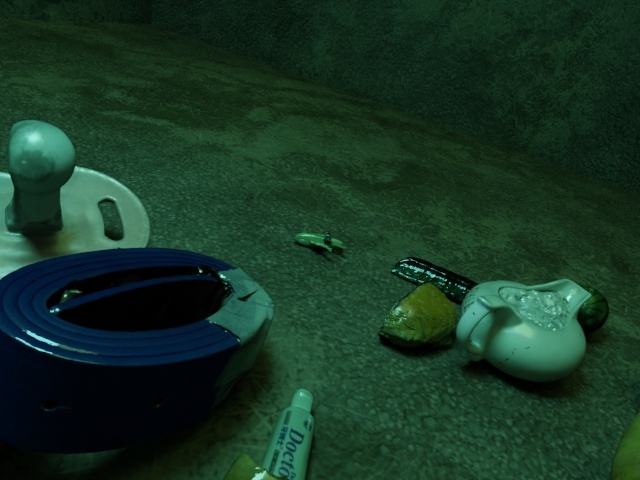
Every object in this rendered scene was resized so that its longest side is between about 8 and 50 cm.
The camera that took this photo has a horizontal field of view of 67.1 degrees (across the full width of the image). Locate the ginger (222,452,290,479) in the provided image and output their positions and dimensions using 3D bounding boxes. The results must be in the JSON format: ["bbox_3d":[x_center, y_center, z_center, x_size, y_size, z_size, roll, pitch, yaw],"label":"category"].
[{"bbox_3d":[-0.062,0.313,0.344,0.218,0.123,0.270,37,51,5],"label":"ginger"}]

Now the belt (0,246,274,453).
[{"bbox_3d":[-0.200,0.105,0.557,0.212,0.117,0.346,31,16,22],"label":"belt"}]

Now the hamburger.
[{"bbox_3d":[0.184,0.130,0.823,0.102,0.087,0.176,29,28,26],"label":"hamburger"}]

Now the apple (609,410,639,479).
[{"bbox_3d":[0.454,0.322,0.536,0.251,0.163,0.293,33,44,11],"label":"apple"}]

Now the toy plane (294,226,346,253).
[{"bbox_3d":[0.000,0.000,1.016,0.111,0.041,0.102,15,9,-5],"label":"toy plane"}]

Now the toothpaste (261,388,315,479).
[{"bbox_3d":[-0.043,0.263,0.526,0.067,0.037,0.255,21,32,0],"label":"toothpaste"}]

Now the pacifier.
[{"bbox_3d":[-0.414,-0.037,0.695,0.331,0.274,0.220,-4,18,-34],"label":"pacifier"}]

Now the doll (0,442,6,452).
[{"bbox_3d":[-0.385,0.182,0.445,0.216,0.085,0.183,-4,23,-20],"label":"doll"}]

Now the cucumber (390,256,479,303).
[{"bbox_3d":[0.260,0.085,0.994,0.219,0.046,0.070,25,21,18],"label":"cucumber"}]

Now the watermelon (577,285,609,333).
[{"bbox_3d":[0.527,0.141,0.972,0.108,0.109,0.109,12,28,-7],"label":"watermelon"}]

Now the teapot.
[{"bbox_3d":[0.337,0.142,0.819,0.299,0.166,0.208,4,40,-41],"label":"teapot"}]
